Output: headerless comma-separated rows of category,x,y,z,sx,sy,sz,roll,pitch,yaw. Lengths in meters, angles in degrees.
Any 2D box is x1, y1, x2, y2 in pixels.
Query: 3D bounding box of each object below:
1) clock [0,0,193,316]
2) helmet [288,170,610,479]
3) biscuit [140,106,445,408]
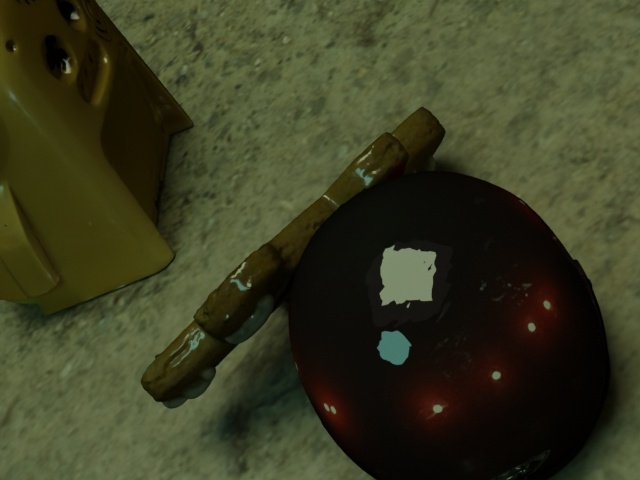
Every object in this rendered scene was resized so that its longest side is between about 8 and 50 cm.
clock,-0.260,-0.122,1.471,0.200,0.317,0.244,-17,38,14
helmet,0.078,0.060,1.110,0.189,0.193,0.216,-30,78,10
biscuit,0.000,0.000,1.270,0.301,0.049,0.197,-44,-1,-40
